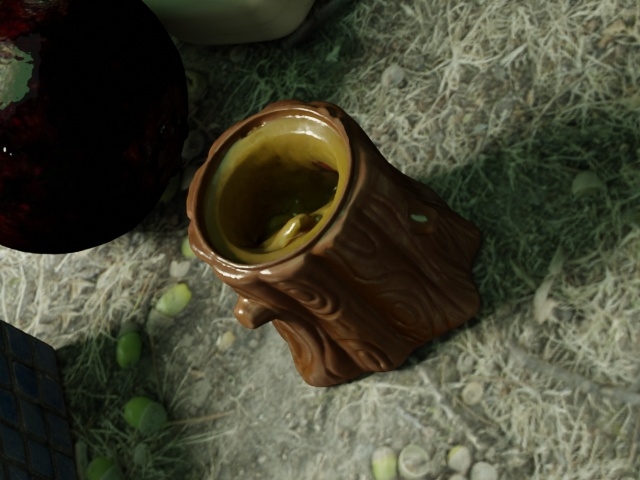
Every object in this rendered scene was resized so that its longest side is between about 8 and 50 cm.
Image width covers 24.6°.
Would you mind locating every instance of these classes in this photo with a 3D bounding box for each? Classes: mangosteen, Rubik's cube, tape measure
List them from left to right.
[{"bbox_3d":[-0.397,0.211,1.437,0.238,0.237,0.237,-29,55,15],"label":"Rubik's cube"},{"bbox_3d":[-0.290,-0.125,1.498,0.313,0.297,0.297,-11,61,8],"label":"mangosteen"},{"bbox_3d":[-0.098,-0.342,1.602,0.258,0.130,0.265,16,81,36],"label":"tape measure"}]

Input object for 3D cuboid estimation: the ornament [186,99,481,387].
[{"bbox_3d":[0.000,0.000,1.324,0.235,0.217,0.221,33,84,37],"label":"ornament"}]
